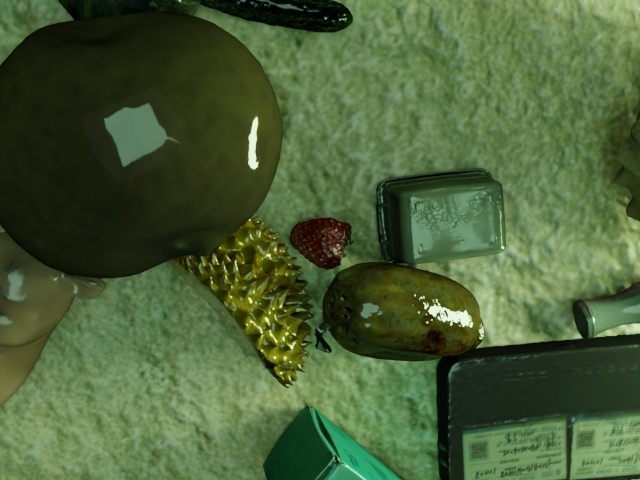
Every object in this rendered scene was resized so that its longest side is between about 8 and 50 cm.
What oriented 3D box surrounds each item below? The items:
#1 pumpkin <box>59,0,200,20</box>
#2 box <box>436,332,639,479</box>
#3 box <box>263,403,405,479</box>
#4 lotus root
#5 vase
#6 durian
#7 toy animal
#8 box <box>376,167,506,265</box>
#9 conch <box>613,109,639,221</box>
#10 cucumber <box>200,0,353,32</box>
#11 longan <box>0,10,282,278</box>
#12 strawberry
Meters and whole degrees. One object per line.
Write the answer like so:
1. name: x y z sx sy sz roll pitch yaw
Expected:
1. pumpkin: -0.226 -0.316 0.983 0.190 0.146 0.190 1 93 27
2. box: 0.341 0.250 1.211 0.350 0.058 0.211 -3 100 -9
3. box: 0.078 0.377 1.110 0.311 0.205 0.118 41 87 -14
4. lotus root: 0.109 0.094 1.095 0.241 0.124 0.123 10 75 -36
5. vase: 0.469 0.087 1.200 0.214 0.086 0.086 -15 100 -2
6. durian: -0.080 0.062 1.051 0.138 0.183 0.250 -38 102 -23
7. toy animal: -0.390 0.097 1.016 0.166 0.154 0.250 39 94 8
8. box: 0.167 -0.028 1.122 0.172 0.093 0.124 -8 99 -8
9. conch: 0.502 -0.102 1.121 0.297 0.210 0.352 55 42 -27
10. cucumber: -0.060 -0.301 1.069 0.214 0.058 0.052 12 140 -13
11. longan: -0.214 -0.106 0.923 0.350 0.288 0.289 -11 100 14
12. strawberry: 0.000 0.000 1.113 0.083 0.073 0.073 19 95 4
